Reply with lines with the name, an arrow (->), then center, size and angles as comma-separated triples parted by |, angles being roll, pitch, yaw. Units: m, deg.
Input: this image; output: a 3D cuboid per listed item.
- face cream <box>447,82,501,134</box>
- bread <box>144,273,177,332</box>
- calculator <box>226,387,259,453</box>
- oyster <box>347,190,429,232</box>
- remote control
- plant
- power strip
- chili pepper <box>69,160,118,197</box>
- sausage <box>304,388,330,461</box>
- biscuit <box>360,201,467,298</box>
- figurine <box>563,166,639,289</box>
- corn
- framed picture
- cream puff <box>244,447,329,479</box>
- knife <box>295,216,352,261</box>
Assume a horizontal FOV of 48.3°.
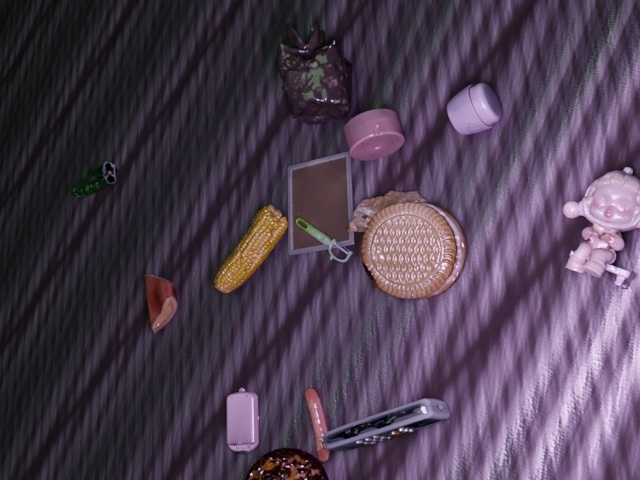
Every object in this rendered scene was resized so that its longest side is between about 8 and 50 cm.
face cream -> 0.376, -0.320, 1.744 | 0.104, 0.117, 0.117 | -26, 65, 34
bread -> -0.483, 0.177, 2.180 | 0.119, 0.067, 0.192 | -24, 65, 33
calculator -> -0.214, 0.492, 1.955 | 0.100, 0.032, 0.175 | -11, 72, 29
oyster -> 0.173, -0.074, 1.836 | 0.209, 0.072, 0.133 | 7, 85, 31
remote control -> 0.149, 0.438, 1.680 | 0.296, 0.140, 0.056 | -26, 62, 24
plant -> -0.011, -0.473, 1.986 | 0.188, 0.199, 0.276 | -16, 73, 21
power strip -> 0.139, -0.274, 1.862 | 0.154, 0.154, 0.078 | -23, 69, 25
chili pepper -> -0.802, -0.202, 2.487 | 0.227, 0.059, 0.088 | -18, 64, 32
sausage -> -0.006, 0.470, 1.828 | 0.043, 0.043, 0.186 | -24, 66, 25
biscuit -> 0.225, 0.025, 1.747 | 0.259, 0.079, 0.259 | 0, 90, 23
figurine -> 0.625, -0.038, 1.517 | 0.182, 0.144, 0.256 | 24, 93, 54
corn -> -0.202, 0.031, 2.025 | 0.291, 0.101, 0.101 | -50, 58, 10
framed picture -> 0.000, -0.102, 1.982 | 0.217, 0.017, 0.274 | -8, 74, 30
cream puff -> -0.089, 0.634, 1.764 | 0.239, 0.165, 0.239 | -8, 76, 32
knife -> 0.001, 0.000, 1.937 | 0.212, 0.015, 0.054 | 37, 106, 32
